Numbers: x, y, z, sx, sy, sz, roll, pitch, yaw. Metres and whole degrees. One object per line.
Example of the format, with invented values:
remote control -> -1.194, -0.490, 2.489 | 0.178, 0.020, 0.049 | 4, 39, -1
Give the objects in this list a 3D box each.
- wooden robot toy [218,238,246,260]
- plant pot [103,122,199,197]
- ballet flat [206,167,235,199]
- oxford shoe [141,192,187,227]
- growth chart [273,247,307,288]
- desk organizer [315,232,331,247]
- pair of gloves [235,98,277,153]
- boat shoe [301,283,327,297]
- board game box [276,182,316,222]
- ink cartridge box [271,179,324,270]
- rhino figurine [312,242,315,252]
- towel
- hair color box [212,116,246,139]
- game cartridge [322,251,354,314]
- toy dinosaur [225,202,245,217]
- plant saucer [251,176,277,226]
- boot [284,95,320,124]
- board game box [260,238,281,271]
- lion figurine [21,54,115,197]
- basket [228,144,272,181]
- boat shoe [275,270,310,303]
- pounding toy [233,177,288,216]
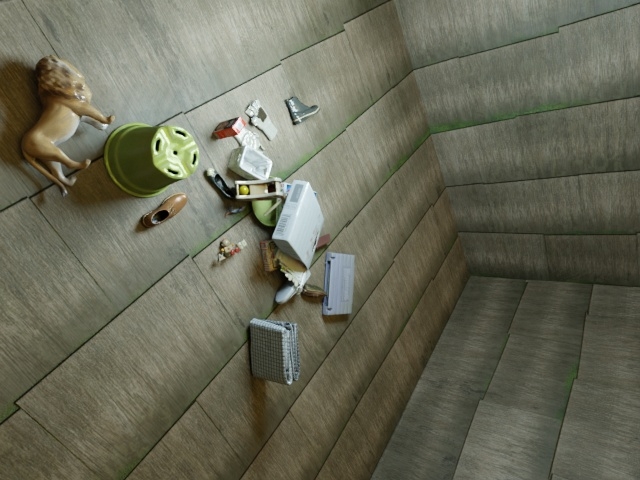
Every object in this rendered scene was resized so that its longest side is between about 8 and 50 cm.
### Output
wooden robot toy -> -0.398, 0.023, 1.817 | 0.173, 0.076, 0.079 | -35, 105, -43
plant pot -> -0.575, -0.297, 1.463 | 0.276, 0.254, 0.276 | -1, 92, -48
ballet flat -> -0.428, -0.248, 1.788 | 0.173, 0.049, 0.057 | 52, 55, -36
oxford shoe -> -0.584, -0.117, 1.594 | 0.212, 0.076, 0.076 | -50, 124, -38
growth chart -> -0.141, 0.115, 2.038 | 0.237, 0.021, 0.172 | 50, 45, -29
desk organizer -> 0.000, 0.000, 2.288 | 0.130, 0.047, 0.050 | -24, 106, -46
pair of gloves -> -0.304, -0.516, 1.933 | 0.204, 0.042, 0.240 | 54, 54, -35
boat shoe -> -0.035, 0.282, 2.249 | 0.178, 0.064, 0.060 | 22, 105, -45
board game box -> -0.117, -0.174, 2.102 | 0.305, 0.053, 0.193 | 6, 85, -61
ink cartridge box -> -0.093, -0.062, 2.000 | 0.385, 0.091, 0.308 | 65, 39, -64
rhino figurine -> -0.090, 0.003, 2.126 | 0.243, 0.073, 0.106 | 27, 65, -66
towel -> -0.212, 0.503, 1.912 | 0.121, 0.235, 0.284 | -10, 99, -52
hair color box -> -0.389, -0.478, 1.759 | 0.043, 0.141, 0.072 | 49, 56, -37
game cartridge -> 0.109, 0.253, 2.410 | 0.230, 0.068, 0.355 | 9, 84, -53
toy dinosaur -> -0.385, -0.139, 1.865 | 0.090, 0.047, 0.082 | -43, 155, 10
plant saucer -> -0.251, -0.188, 2.003 | 0.241, 0.037, 0.241 | -1, 91, -50
boot -> -0.090, -0.706, 2.156 | 0.198, 0.077, 0.137 | -46, 118, -40
board game box -> -0.205, 0.057, 2.053 | 0.193, 0.045, 0.147 | -18, 104, -48
lion figurine -> -0.815, -0.355, 1.279 | 0.240, 0.142, 0.392 | 30, 73, -37
basket -> -0.320, -0.342, 1.871 | 0.167, 0.103, 0.113 | 27, 70, -45
boat shoe -> -0.132, 0.235, 2.110 | 0.088, 0.096, 0.267 | 57, 43, -27
pounding toy -> -0.249, -0.191, 1.837 | 0.269, 0.154, 0.155 | -5, 88, -25
